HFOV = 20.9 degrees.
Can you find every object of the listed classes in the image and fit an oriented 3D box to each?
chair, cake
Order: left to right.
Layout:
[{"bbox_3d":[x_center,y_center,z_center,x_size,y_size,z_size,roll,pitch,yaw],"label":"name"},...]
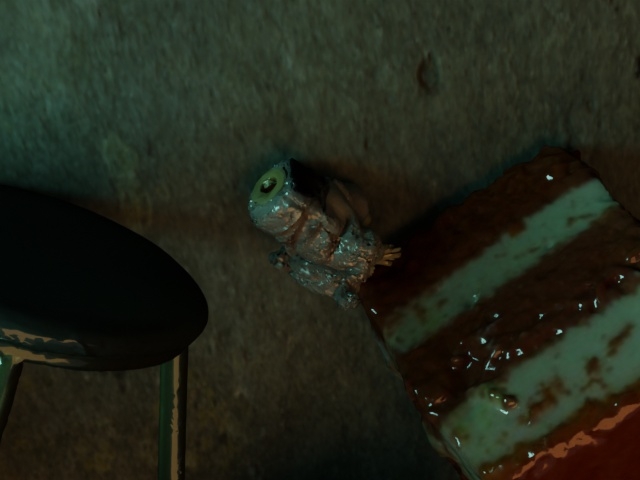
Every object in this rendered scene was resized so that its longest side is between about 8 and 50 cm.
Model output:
[{"bbox_3d":[-0.293,0.183,1.362,0.365,0.362,0.410,-5,118,-56],"label":"chair"},{"bbox_3d":[0.223,0.129,1.591,0.270,0.319,0.269,-33,132,0],"label":"cake"}]

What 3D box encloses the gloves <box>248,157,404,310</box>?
[{"bbox_3d":[-0.003,-0.007,1.539,0.094,0.110,0.144,-37,102,16],"label":"gloves"}]
